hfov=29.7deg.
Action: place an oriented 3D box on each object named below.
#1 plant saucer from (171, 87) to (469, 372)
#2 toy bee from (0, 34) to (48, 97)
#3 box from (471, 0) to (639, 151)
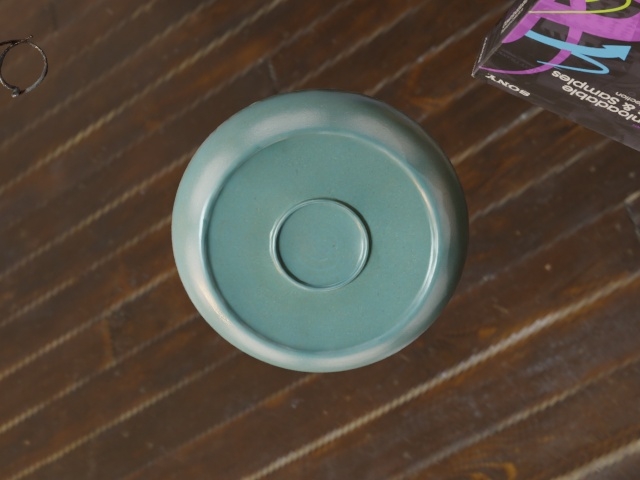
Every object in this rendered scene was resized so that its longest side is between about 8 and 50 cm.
[{"bbox_3d":[0.000,0.000,1.268,0.317,0.317,0.043,-38,13,11],"label":"plant saucer"},{"bbox_3d":[-0.495,-0.227,1.397,0.298,0.195,0.162,-17,8,1],"label":"toy bee"},{"bbox_3d":[0.155,-0.097,0.592,0.162,0.116,0.029,133,159,-73],"label":"box"}]
